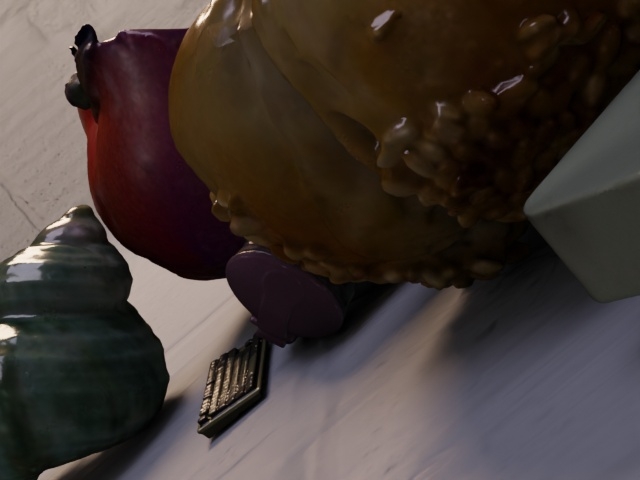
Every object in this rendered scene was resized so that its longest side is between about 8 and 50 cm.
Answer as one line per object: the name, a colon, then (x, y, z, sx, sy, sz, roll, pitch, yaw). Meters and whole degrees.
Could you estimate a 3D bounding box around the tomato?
tomato: (-0.037, -0.066, 1.165, 0.290, 0.176, 0.335, -8, -4, -12)

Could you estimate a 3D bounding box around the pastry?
pastry: (0.083, -0.090, 0.756, 0.316, 0.184, 0.284, -39, -11, 36)

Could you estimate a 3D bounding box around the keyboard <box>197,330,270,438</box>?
keyboard: (-0.056, 0.090, 1.016, 0.049, 0.015, 0.129, -40, 9, 9)

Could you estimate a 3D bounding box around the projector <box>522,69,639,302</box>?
projector: (0.223, -0.089, 0.529, 0.257, 0.079, 0.259, -46, 11, -26)

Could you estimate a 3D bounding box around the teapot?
teapot: (-0.006, -0.007, 0.980, 0.148, 0.116, 0.146, -21, 32, 53)

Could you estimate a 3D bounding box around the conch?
conch: (-0.213, 0.107, 1.150, 0.220, 0.195, 0.277, -88, 15, -86)
